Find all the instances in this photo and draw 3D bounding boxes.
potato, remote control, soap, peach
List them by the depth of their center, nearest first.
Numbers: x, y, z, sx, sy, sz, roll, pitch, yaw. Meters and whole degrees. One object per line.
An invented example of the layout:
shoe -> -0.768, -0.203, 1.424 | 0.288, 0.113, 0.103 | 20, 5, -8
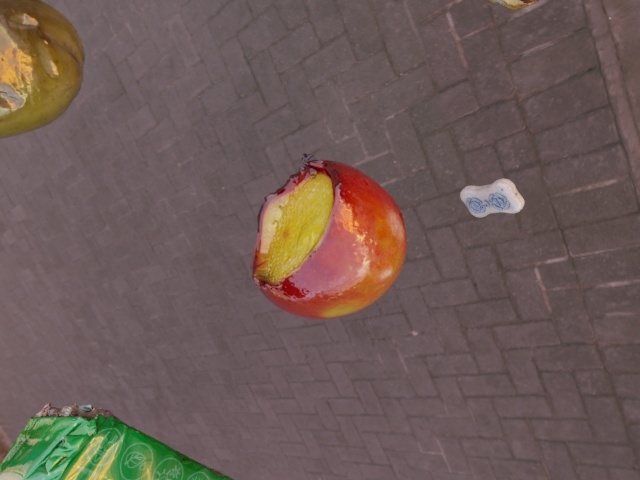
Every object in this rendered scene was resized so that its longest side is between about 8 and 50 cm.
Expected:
potato -> -0.393, -0.201, 0.486 | 0.148, 0.229, 0.197 | 112, 146, -43
peach -> 0.000, 0.000, 0.533 | 0.196, 0.190, 0.226 | 43, 168, 22
soap -> -0.224, 0.301, 0.543 | 0.218, 0.097, 0.273 | -19, 128, 37
remote control -> 0.332, -0.080, 0.849 | 0.074, 0.032, 0.122 | 50, 157, -14

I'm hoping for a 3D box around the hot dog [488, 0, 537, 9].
hot dog -> 0.299, -0.436, 0.730 | 0.169, 0.078, 0.061 | 39, 86, 24
